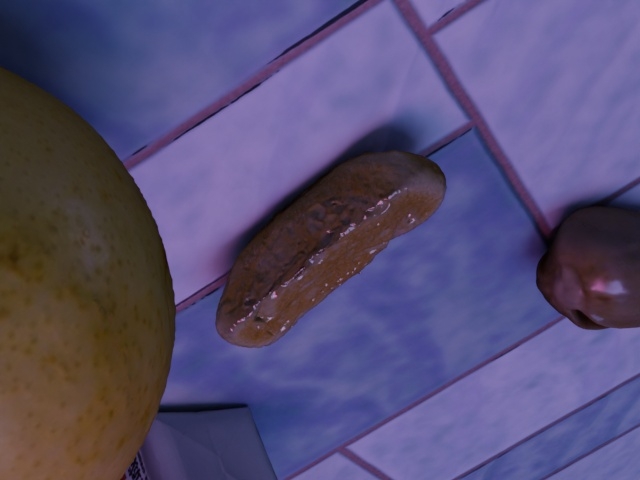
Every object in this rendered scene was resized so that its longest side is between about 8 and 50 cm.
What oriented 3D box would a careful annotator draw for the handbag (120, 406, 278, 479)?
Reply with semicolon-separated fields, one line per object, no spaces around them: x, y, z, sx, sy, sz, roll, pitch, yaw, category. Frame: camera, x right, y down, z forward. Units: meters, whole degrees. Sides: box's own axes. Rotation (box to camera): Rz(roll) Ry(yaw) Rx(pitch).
-0.168;0.330;1.221;0.151;0.171;0.298;4;135;-36;handbag

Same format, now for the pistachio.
0.317;0.030;1.179;0.206;0.131;0.129;0;-177;-38;pistachio

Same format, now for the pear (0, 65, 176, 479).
-0.255;0.047;0.659;0.348;0.348;0.348;-16;144;-12;pear

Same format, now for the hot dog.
0.000;0.000;0.976;0.242;0.073;0.084;-41;146;17;hot dog
